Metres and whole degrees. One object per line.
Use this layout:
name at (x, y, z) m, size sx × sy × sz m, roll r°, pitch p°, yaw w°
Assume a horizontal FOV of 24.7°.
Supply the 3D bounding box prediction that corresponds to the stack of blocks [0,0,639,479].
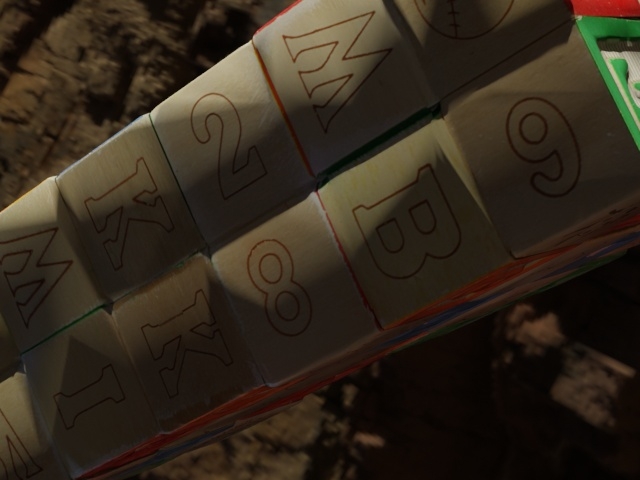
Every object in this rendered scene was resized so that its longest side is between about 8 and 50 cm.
stack of blocks at (0.000, 0.000, 0.481) m, size 0.171 × 0.297 × 0.087 m, roll -12°, pitch -105°, yaw -55°
